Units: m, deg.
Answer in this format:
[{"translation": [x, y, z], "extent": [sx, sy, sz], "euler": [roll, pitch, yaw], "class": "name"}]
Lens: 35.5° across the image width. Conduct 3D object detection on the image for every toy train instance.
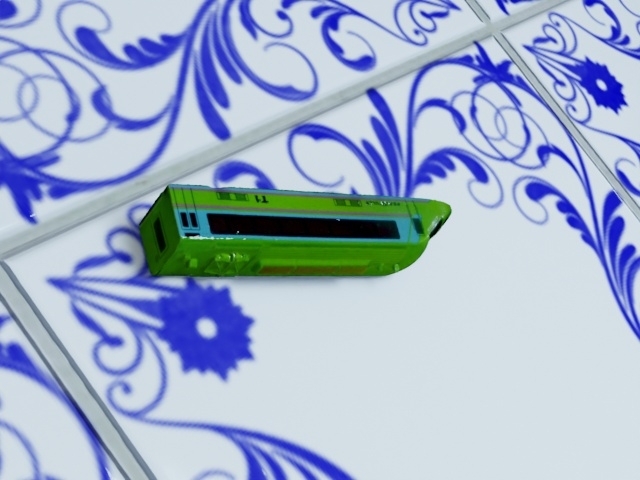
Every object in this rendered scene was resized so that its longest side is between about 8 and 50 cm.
[{"translation": [0.000, 0.000, 0.591], "extent": [0.209, 0.044, 0.042], "euler": [1, 60, -34], "class": "toy train"}]
